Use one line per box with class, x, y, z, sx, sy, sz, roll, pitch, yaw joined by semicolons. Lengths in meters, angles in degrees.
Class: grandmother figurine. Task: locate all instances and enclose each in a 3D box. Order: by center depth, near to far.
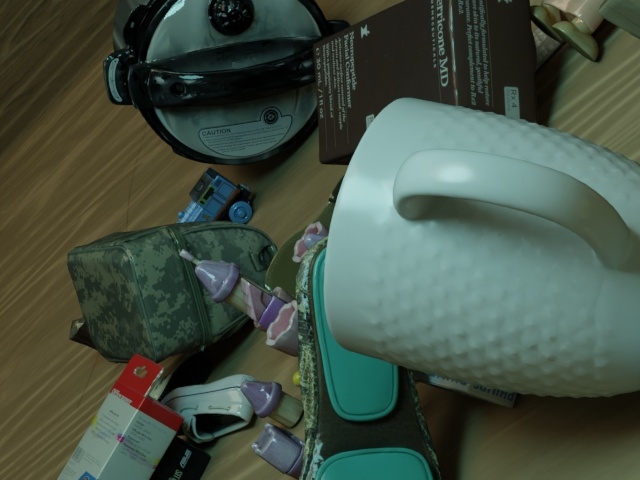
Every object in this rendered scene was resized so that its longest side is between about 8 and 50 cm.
grandmother figurine;0.414;-0.410;1.951;0.342;0.104;0.208;-51;52;4

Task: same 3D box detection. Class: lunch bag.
lunch bag;-0.228;0.068;2.375;0.256;0.213;0.305;-22;7;-28

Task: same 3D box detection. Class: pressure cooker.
pressure cooker;-0.175;-0.329;2.593;0.370;0.375;0.420;-50;24;6

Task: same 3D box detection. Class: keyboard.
keyboard;0.268;-0.229;2.084;0.256;0.014;0.072;-47;25;19

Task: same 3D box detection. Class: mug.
mug;0.195;0.004;1.444;0.328;0.374;0.276;14;75;22

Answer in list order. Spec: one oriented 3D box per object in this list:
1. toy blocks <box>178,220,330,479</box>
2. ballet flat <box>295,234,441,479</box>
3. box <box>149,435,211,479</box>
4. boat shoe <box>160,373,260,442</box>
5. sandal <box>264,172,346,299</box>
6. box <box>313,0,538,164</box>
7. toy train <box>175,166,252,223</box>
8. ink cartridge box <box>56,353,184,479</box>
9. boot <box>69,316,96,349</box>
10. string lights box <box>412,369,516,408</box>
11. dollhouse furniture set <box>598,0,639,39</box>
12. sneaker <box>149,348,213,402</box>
toy blocks;-0.062;0.114;1.925;0.309;0.260;0.288;-58;18;-2
ballet flat;0.049;0.232;1.685;0.182;0.164;0.483;95;171;-72
box;-0.265;0.364;2.245;0.180;0.077;0.147;1;61;62
boat shoe;-0.179;0.262;2.207;0.226;0.083;0.076;-30;34;43
sandal;0.005;0.004;2.234;0.240;0.088;0.079;-54;-8;-13
box;0.137;-0.223;2.064;0.381;0.143;0.191;-14;77;59
toy train;-0.200;-0.034;2.593;0.184;0.105;0.080;-54;24;4
ink cartridge box;-0.286;0.292;2.181;0.231;0.078;0.134;-59;26;-9
boot;-0.391;0.159;2.692;0.106;0.114;0.037;-55;24;3
string lights box;0.192;0.051;1.709;0.133;0.076;0.260;10;81;56
dollhouse furniture set;0.549;-0.400;1.618;0.362;0.256;0.394;-63;4;-16
sneaker;-0.237;0.227;2.390;0.161;0.057;0.075;-54;30;12
